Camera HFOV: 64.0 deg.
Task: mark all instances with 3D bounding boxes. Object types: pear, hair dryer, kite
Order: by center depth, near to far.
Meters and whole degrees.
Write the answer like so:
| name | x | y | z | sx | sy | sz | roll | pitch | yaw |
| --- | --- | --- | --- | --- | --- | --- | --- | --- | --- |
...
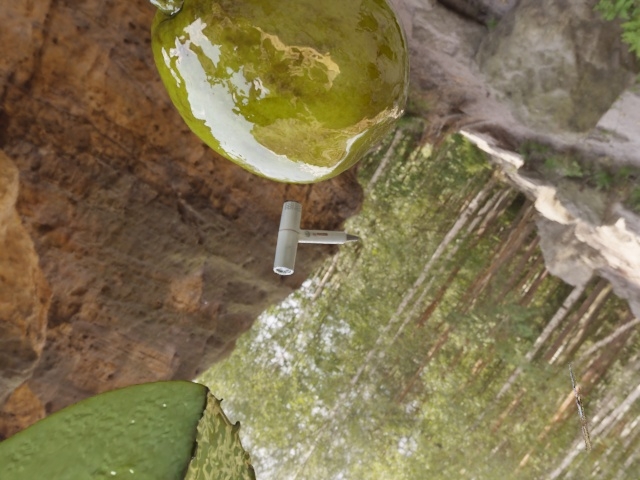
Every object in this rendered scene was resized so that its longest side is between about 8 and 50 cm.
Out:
| name | x | y | z | sx | sy | sz | roll | pitch | yaw |
| --- | --- | --- | --- | --- | --- | --- | --- | --- | --- |
| pear | -0.186 | 0.260 | 0.363 | 0.292 | 0.159 | 0.292 | -6 | -141 | 5 |
| pear | -0.054 | -0.226 | 0.655 | 0.375 | 0.287 | 0.287 | 18 | -163 | -37 |
| hair dryer | 0.001 | 0.008 | 1.063 | 0.183 | 0.155 | 0.044 | 14 | 157 | -13 |
| kite | 0.587 | 0.384 | 1.159 | 0.244 | 0.006 | 0.198 | 68 | -151 | -17 |
